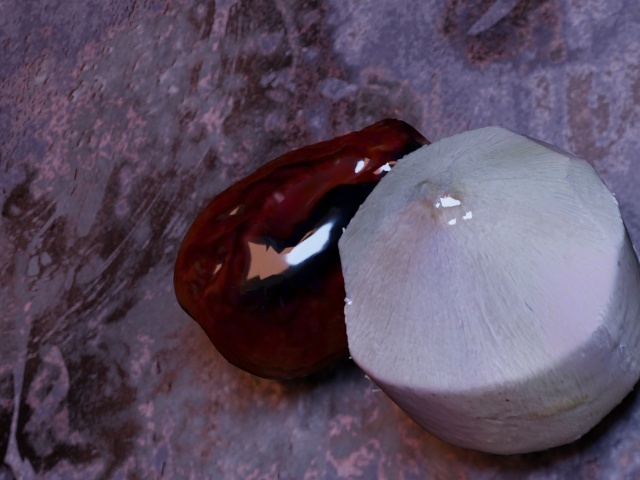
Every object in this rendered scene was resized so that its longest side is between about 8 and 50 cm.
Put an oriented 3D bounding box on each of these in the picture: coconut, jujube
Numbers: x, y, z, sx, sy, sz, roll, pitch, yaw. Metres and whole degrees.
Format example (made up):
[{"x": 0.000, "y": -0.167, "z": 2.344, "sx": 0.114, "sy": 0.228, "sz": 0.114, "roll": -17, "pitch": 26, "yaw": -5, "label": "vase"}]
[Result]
[{"x": 0.115, "y": 0.028, "z": 1.145, "sx": 0.224, "sy": 0.234, "sz": 0.224, "roll": -18, "pitch": 55, "yaw": 28, "label": "coconut"}, {"x": 0.000, "y": 0.000, "z": 1.285, "sx": 0.236, "sy": 0.168, "sz": 0.168, "roll": -40, "pitch": 51, "yaw": 5, "label": "jujube"}]
